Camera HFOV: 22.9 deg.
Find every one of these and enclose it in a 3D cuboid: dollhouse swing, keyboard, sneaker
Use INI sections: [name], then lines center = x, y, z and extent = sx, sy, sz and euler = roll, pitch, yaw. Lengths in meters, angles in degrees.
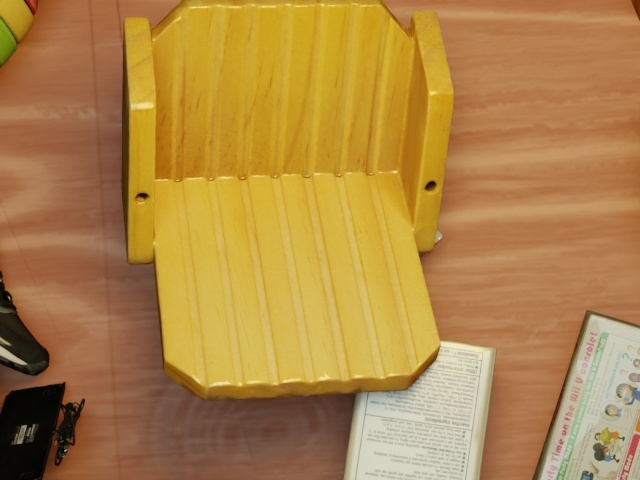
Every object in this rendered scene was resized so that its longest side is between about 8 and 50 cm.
[dollhouse swing]
center = -0.027, -0.050, 1.667
extent = 0.347, 0.305, 0.315
euler = -1, 125, -10
[keyboard]
center = -0.320, 0.230, 1.781
extent = 0.100, 0.192, 0.038
euler = -8, 120, 6
[sneaker]
center = -0.411, 0.038, 1.839
extent = 0.283, 0.107, 0.124
euler = 37, 80, 8

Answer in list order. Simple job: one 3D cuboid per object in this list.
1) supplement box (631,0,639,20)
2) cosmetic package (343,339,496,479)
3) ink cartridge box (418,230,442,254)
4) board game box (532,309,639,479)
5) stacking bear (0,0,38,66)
[supplement box]
center = 0.434, -0.384, 1.822
extent = 0.194, 0.129, 0.191
euler = -20, 81, 1
[cosmetic package]
center = 0.101, 0.257, 1.756
extent = 0.153, 0.129, 0.296
euler = 9, 82, 4
[ink cartridge box]
center = 0.000, 0.000, 1.850
extent = 0.224, 0.056, 0.181
euler = -36, 80, -20
[board game box]
center = 0.407, 0.226, 1.736
extent = 0.303, 0.097, 0.224
euler = 18, 94, 6
[stacking bear]
center = -0.407, -0.289, 1.862
extent = 0.164, 0.175, 0.289
euler = 43, 79, 10
